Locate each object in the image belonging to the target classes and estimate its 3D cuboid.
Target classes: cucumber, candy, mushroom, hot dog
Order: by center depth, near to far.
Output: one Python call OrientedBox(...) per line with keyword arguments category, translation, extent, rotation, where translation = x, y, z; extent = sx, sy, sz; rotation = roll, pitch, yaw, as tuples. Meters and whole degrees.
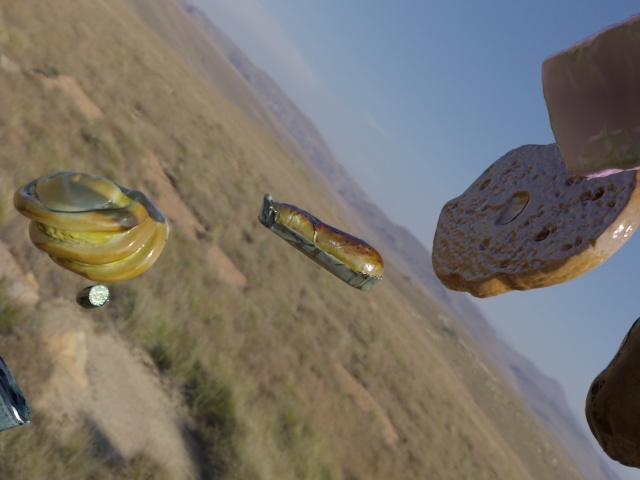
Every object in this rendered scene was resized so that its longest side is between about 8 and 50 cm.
OrientedBox(category="candy", translation=(0.353, -0.157, 0.838), extent=(0.265, 0.116, 0.155), rotation=(172, -96, -72))
OrientedBox(category="mushroom", translation=(0.457, 0.189, 1.055), extent=(0.217, 0.227, 0.148), rotation=(27, 17, -50))
OrientedBox(category="hot dog", translation=(0.000, 0.000, 1.536), extent=(0.270, 0.082, 0.162), rotation=(33, -5, 0))
OrientedBox(category="cucumber", translation=(-0.481, 0.119, 1.722), extent=(0.048, 0.048, 0.105), rotation=(47, -32, -21))

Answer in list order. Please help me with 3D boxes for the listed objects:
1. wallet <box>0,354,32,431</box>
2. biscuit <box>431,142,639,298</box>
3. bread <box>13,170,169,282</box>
OrientedBox(category="wallet", translation=(-0.578, 0.220, 1.071), extent=(0.046, 0.379, 0.191), rotation=(-66, 132, -74))
OrientedBox(category="biscuit", translation=(0.382, -0.041, 1.505), extent=(0.078, 0.350, 0.455), rotation=(48, -24, -24))
OrientedBox(category="bread", translation=(-0.514, -0.030, 1.822), extent=(0.315, 0.211, 0.270), rotation=(11, -17, 15))
